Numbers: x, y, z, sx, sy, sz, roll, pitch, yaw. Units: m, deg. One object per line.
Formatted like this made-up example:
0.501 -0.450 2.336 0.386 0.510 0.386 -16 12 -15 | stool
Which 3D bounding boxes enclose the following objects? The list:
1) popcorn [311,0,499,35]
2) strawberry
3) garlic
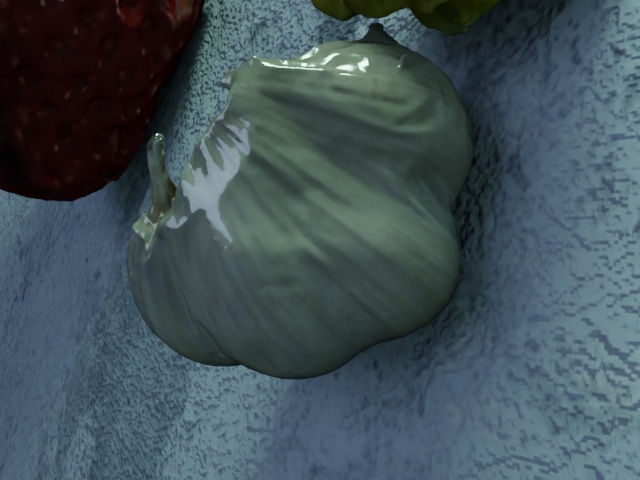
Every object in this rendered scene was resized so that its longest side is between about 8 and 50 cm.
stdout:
0.069 -0.210 0.397 0.198 0.156 0.197 -11 70 33 | popcorn
-0.281 -0.218 0.692 0.295 0.317 0.345 14 105 18 | strawberry
0.000 0.000 0.391 0.229 0.178 0.142 -41 64 11 | garlic
